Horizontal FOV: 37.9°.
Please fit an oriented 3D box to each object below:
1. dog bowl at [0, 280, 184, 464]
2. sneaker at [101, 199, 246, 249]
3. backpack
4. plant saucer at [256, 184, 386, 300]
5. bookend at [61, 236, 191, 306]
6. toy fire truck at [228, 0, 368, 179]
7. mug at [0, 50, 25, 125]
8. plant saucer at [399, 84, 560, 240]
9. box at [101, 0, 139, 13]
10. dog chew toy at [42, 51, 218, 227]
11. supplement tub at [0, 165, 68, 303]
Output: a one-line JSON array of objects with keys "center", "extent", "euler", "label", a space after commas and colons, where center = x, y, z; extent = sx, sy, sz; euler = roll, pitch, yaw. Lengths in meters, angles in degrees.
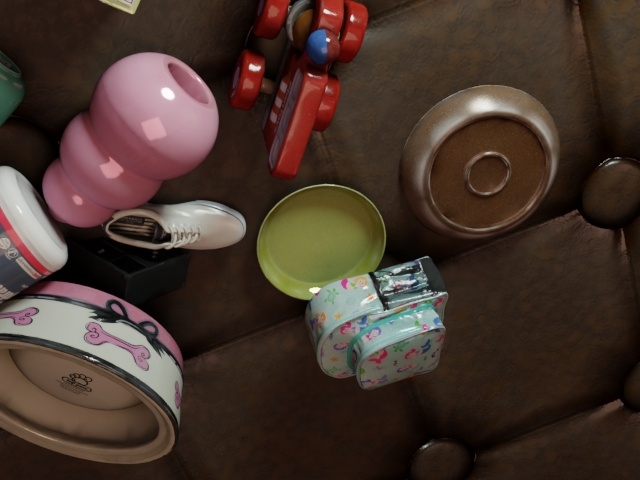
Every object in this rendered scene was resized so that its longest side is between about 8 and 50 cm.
[{"center": [-0.420, 0.226, 1.610], "extent": [0.408, 0.150, 0.408], "euler": [10, 142, 8], "label": "dog bowl"}, {"center": [-0.257, -0.017, 1.633], "extent": [0.258, 0.091, 0.094], "euler": [2, 117, -12], "label": "sneaker"}, {"center": [0.103, 0.159, 1.719], "extent": [0.253, 0.191, 0.225], "euler": [-9, 144, -9], "label": "backpack"}, {"center": [0.000, 0.000, 1.722], "extent": [0.241, 0.037, 0.241], "euler": [-4, 117, -9], "label": "plant saucer"}, {"center": [-0.342, 0.040, 1.647], "extent": [0.157, 0.156, 0.072], "euler": [-22, 133, -52], "label": "bookend"}, {"center": [-0.025, -0.270, 1.453], "extent": [0.169, 0.254, 0.302], "euler": [14, 114, -18], "label": "toy fire truck"}, {"center": [-0.529, -0.249, 1.428], "extent": [0.097, 0.129, 0.158], "euler": [-46, 157, 7], "label": "mug"}, {"center": [0.301, -0.129, 1.708], "extent": [0.310, 0.050, 0.310], "euler": [-5, 118, -9], "label": "plant saucer"}, {"center": [-0.270, -0.476, 1.322], "extent": [0.117, 0.213, 0.243], "euler": [22, 111, -20], "label": "box"}, {"center": [-0.321, -0.145, 1.501], "extent": [0.332, 0.206, 0.206], "euler": [-40, 117, 19], "label": "dog chew toy"}, {"center": [-0.563, 0.022, 1.484], "extent": [0.272, 0.191, 0.191], "euler": [-31, 119, -4], "label": "supplement tub"}]
